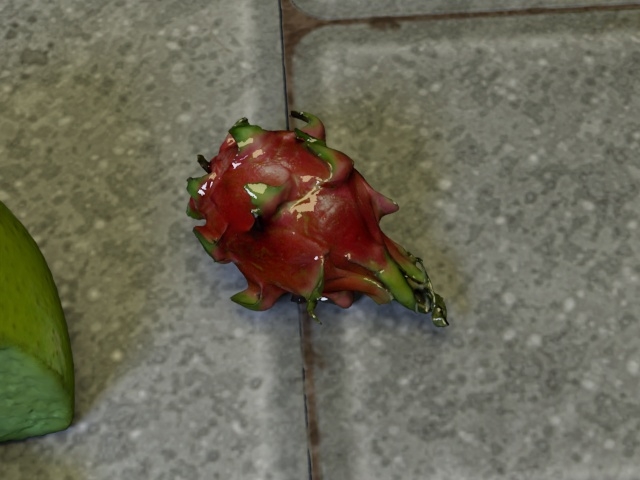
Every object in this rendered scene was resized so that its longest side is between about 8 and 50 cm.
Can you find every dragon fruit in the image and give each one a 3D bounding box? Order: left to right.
[{"bbox_3d":[-0.002,0.001,1.008,0.236,0.135,0.137,46,61,6],"label":"dragon fruit"}]

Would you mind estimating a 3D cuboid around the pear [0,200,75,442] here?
[{"bbox_3d":[-0.358,0.028,0.880,0.342,0.318,0.238,-12,61,-12],"label":"pear"}]
